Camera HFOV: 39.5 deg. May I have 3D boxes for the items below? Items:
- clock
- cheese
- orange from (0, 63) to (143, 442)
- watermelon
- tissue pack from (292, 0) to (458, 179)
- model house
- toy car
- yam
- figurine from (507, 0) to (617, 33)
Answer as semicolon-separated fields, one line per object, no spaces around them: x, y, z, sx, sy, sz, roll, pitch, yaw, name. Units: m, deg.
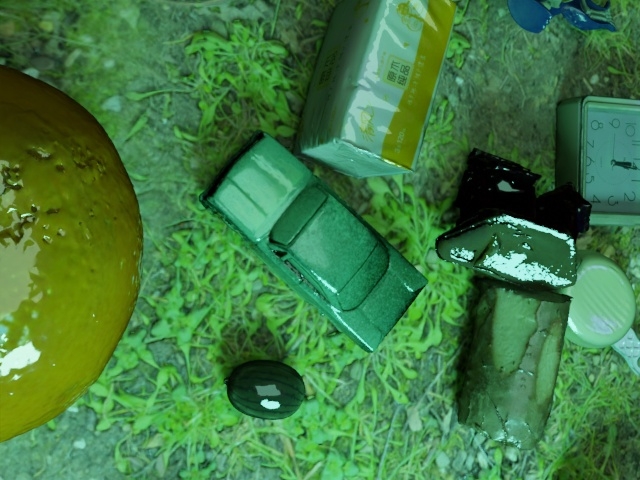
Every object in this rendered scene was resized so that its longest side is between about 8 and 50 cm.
0.437;-0.118;1.352;0.147;0.071;0.192;2;90;-19;clock
0.435;0.119;1.359;0.137;0.064;0.227;-46;103;-10;cheese
-0.388;0.016;0.934;0.424;0.326;0.424;0;90;-21;orange
-0.074;0.196;1.178;0.110;0.078;0.078;9;88;-18;watermelon
0.067;-0.205;1.163;0.124;0.185;0.225;18;84;-18;tissue pack
0.281;-0.033;1.272;0.203;0.141;0.164;24;39;-6;model house
0.000;0.000;1.188;0.320;0.097;0.141;43;77;-15;toy car
0.272;0.177;1.273;0.128;0.129;0.238;13;89;-34;yam
0.360;-0.395;1.305;0.262;0.121;0.164;-13;122;-40;figurine
